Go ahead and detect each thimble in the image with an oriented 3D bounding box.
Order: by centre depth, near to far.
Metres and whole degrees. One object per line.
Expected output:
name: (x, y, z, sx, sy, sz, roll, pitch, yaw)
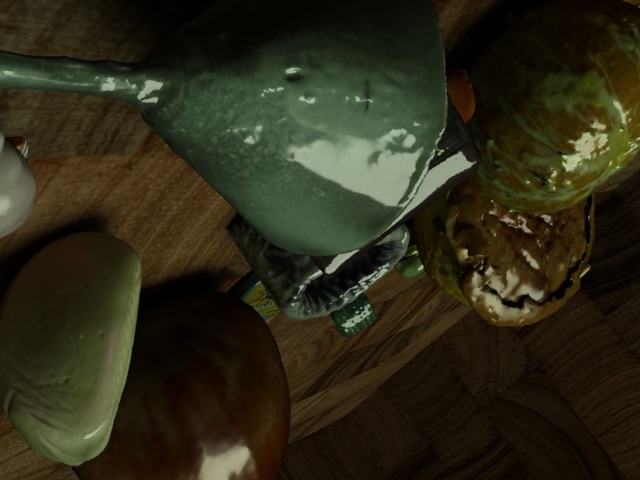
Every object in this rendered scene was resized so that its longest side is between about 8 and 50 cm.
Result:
thimble: (0.000, 0.000, 1.156, 0.245, 0.157, 0.217, -15, 151, -49)
thimble: (0.058, 0.135, 1.667, 0.090, 0.118, 0.135, -30, 178, 0)

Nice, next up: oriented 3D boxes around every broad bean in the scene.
broad bean: (0.229, -0.001, 1.677, 0.169, 0.100, 0.228, -35, 176, 27)

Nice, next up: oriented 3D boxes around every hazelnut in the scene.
hazelnut: (-0.211, 0.258, 1.209, 0.366, 0.366, 0.366, -31, 162, -11)

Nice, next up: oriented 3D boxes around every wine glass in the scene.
wine glass: (-0.126, -0.102, 0.518, 0.406, 0.267, 0.267, -8, 148, -50)

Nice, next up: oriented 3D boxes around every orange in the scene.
orange: (0.335, -0.192, 1.116, 0.329, 0.249, 0.329, -39, 167, -11)

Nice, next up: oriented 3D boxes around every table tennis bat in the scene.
table tennis bat: (-0.108, 0.112, 1.440, 0.329, 0.044, 0.215, -46, 161, 25)

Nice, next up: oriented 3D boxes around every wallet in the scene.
wallet: (0.048, -0.087, 0.867, 0.229, 0.182, 0.049, -37, -158, 0)

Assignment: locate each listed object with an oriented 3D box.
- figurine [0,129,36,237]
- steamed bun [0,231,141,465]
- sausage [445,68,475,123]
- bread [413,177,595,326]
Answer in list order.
figurine: (-0.296, -0.048, 0.585, 0.137, 0.112, 0.229, -37, 153, 23)
steamed bun: (-0.284, 0.115, 0.864, 0.152, 0.239, 0.170, 11, 152, -8)
sausage: (0.053, -0.106, 0.933, 0.300, 0.083, 0.089, -33, -179, -4)
bread: (0.322, -0.031, 1.388, 0.358, 0.337, 0.204, -27, -166, -30)
